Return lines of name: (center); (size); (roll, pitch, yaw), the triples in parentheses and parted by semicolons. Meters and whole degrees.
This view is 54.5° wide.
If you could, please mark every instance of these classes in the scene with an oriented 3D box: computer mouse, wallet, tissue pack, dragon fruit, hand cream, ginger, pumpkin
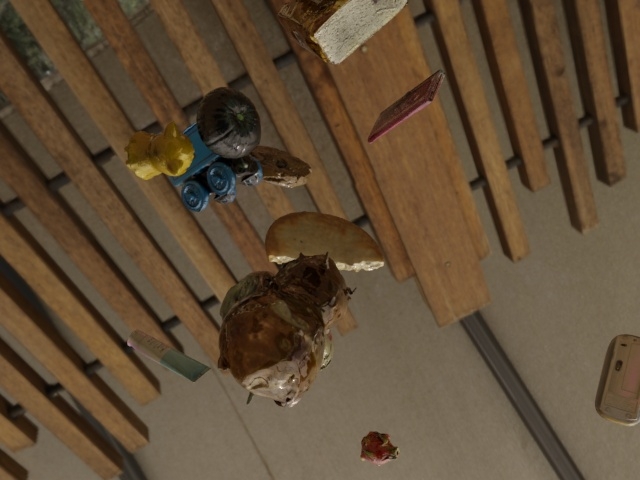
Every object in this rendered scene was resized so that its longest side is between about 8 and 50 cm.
computer mouse: (0.664, 0.302, 1.351); (0.102, 0.045, 0.199); (12, -109, 28)
wallet: (0.208, -0.327, 1.540); (0.232, 0.025, 0.119); (-29, -151, 51)
tissue pack: (0.033, -0.417, 1.120); (0.183, 0.092, 0.226); (-39, -143, 2)
computer mouse: (-0.146, 0.215, 1.529); (0.115, 0.199, 0.389); (-49, -156, 40)
dragon fruit: (0.155, 0.539, 1.604); (0.116, 0.086, 0.081); (10, -145, 36)
hand cream: (-0.550, 0.420, 2.244); (0.312, 0.070, 0.111); (26, -157, 17)
ginger: (-0.052, 0.131, 1.058); (0.176, 0.418, 0.254); (25, -87, 8)
pumpkin: (-0.258, -0.328, 1.746); (0.140, 0.202, 0.202); (-13, -146, 44)

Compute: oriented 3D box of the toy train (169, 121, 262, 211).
toy train: (-0.353, -0.247, 2.005); (0.300, 0.265, 0.188); (-26, 179, 39)

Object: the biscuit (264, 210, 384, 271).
biscuit: (0.000, 0.000, 1.602); (0.308, 0.040, 0.205); (4, -140, -18)

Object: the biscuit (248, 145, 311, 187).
biscuit: (-0.165, -0.270, 2.174); (0.295, 0.075, 0.296); (15, -156, -7)

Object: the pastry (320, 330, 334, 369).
pastry: (-0.047, 0.251, 1.800); (0.133, 0.265, 0.265); (-17, -145, 6)

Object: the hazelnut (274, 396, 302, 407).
hazelnut: (-0.088, 0.411, 1.684); (0.086, 0.086, 0.086); (-18, -145, 14)

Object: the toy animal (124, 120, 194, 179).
toy animal: (-0.473, -0.251, 1.786); (0.229, 0.156, 0.156); (-5, -140, 33)
